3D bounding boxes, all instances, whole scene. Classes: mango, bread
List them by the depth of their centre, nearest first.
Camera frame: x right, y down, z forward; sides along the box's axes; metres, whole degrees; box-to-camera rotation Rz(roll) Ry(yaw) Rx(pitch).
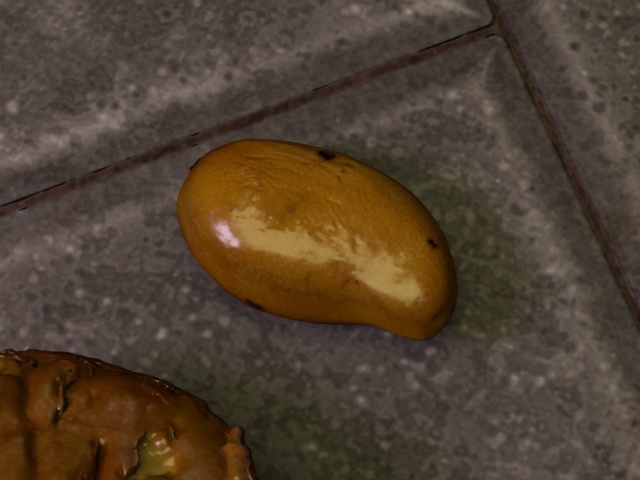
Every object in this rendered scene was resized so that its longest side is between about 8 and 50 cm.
[{"bbox_3d":[-0.207,0.271,1.131,0.398,0.215,0.398,7,48,-8],"label":"bread"},{"bbox_3d":[-0.001,0.002,1.318,0.262,0.109,0.157,27,66,6],"label":"mango"}]
